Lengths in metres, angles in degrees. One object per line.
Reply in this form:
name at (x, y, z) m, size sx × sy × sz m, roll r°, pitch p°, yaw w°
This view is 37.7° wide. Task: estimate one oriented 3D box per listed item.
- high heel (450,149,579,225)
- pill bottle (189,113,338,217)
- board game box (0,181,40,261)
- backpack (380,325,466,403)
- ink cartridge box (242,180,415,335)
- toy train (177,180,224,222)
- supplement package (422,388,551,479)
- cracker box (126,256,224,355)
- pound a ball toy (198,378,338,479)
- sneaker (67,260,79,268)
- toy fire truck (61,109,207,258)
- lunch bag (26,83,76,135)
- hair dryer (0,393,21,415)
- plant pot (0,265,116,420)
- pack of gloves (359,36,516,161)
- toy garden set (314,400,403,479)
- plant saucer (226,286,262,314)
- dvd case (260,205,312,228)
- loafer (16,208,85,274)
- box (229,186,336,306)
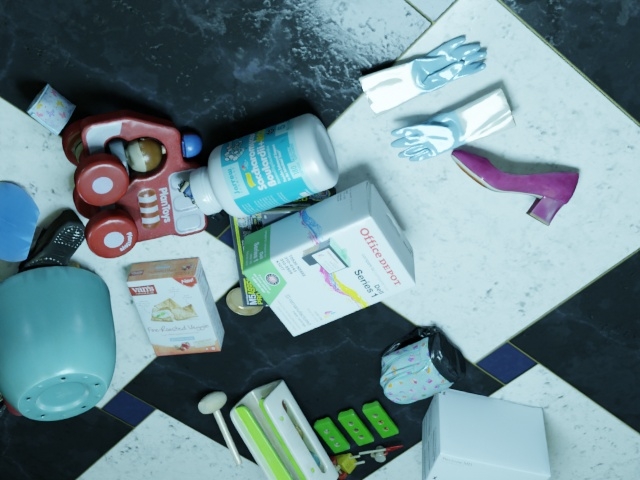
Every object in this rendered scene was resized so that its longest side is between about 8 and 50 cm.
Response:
high heel at (0.371, -0.135, 1.783) m, size 0.244 × 0.082 × 0.117 m, roll 32°, pitch 94°, yaw -3°
pill bottle at (-0.109, -0.131, 1.763) m, size 0.264 × 0.146 × 0.146 m, roll -19°, pitch 125°, yaw 16°
board game box at (-0.644, -0.042, 1.951) m, size 0.133 × 0.033 × 0.169 m, roll 26°, pitch 110°, yaw 10°
backpack at (0.217, 0.288, 2.102) m, size 0.182 × 0.115 × 0.152 m, roll -24°, pitch 126°, yaw 26°
ink cartridge box at (0.019, 0.039, 1.812) m, size 0.278 × 0.117 × 0.201 m, roll -24°, pitch 125°, yaw 17°
toy train at (-0.232, -0.074, 1.840) m, size 0.027 × 0.036 × 0.158 m, roll -52°, pitch 147°, yaw -5°
supplement package at (0.381, 0.485, 2.188) m, size 0.261 × 0.204 × 0.145 m, roll 12°, pitch 129°, yaw -4°
cracker box at (-0.317, 0.150, 2.070) m, size 0.155 × 0.067 × 0.232 m, roll -6°, pitch 128°, yaw 10°
pound a ball toy at (-0.119, 0.467, 2.248) m, size 0.208 × 0.135 × 0.319 m, roll -25°, pitch 99°, yaw 36°
sneaker at (-0.568, 0.064, 2.047) m, size 0.083 × 0.032 × 0.037 m, roll 9°, pitch 134°, yaw 2°
toy fire truck at (-0.350, -0.120, 1.814) m, size 0.253 × 0.169 × 0.302 m, roll -14°, pitch 130°, yaw -17°
lunch bag at (-0.509, -0.240, 1.758) m, size 0.071 × 0.083 × 0.053 m, roll 39°, pitch 123°, yaw -24°
hair dryer at (-0.795, 0.349, 2.272) m, size 0.293 × 0.080 × 0.223 m, roll -29°, pitch 120°, yaw 25°
plant pot at (-0.566, 0.235, 1.986) m, size 0.292 × 0.235 × 0.293 m, roll -16°, pitch 144°, yaw -12°
pack of gloves at (0.214, -0.259, 1.713) m, size 0.232 × 0.046 × 0.195 m, roll -20°, pitch 113°, yaw 16°
toy garden set at (0.083, 0.492, 2.327) m, size 0.244 × 0.049 × 0.204 m, roll -22°, pitch 122°, yaw 21°
plant saucer at (-0.166, 0.130, 2.072) m, size 0.083 × 0.015 × 0.083 m, roll 2°, pitch 129°, yaw 3°
dvd case at (0.000, 0.000, 1.869) m, size 0.221 × 0.018 × 0.165 m, roll -4°, pitch 128°, yaw 2°
loafer at (-0.566, 0.017, 1.981) m, size 0.220 × 0.078 × 0.080 m, roll -41°, pitch 133°, yaw 24°
box at (-0.067, 0.017, 1.932) m, size 0.216 × 0.060 × 0.270 m, roll -3°, pitch 128°, yaw 3°
